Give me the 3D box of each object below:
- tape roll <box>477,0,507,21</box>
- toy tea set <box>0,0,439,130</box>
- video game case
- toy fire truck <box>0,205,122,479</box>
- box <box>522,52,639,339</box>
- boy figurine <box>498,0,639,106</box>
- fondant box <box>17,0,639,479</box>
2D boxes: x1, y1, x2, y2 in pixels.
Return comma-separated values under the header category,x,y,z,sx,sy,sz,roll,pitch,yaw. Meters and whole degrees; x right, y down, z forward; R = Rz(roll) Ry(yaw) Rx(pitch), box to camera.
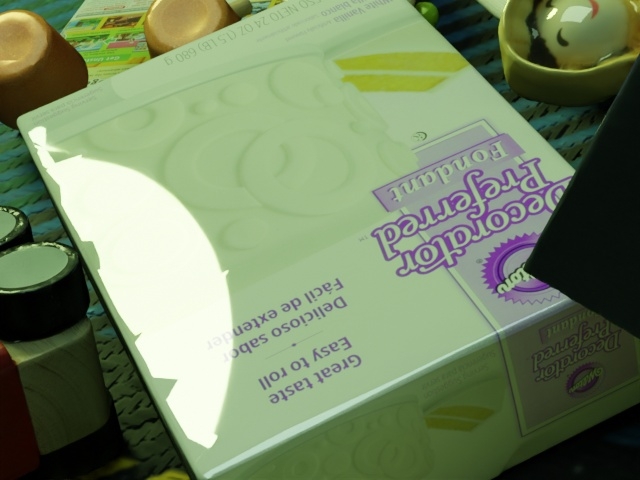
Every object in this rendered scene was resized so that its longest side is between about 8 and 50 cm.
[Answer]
category,x,y,z,sx,sy,sz,roll,pitch,yaw
tape roll,0.244,-0.280,1.031,0.392,0.072,0.392,-11,68,29
toy tea set,-0.084,-0.167,1.171,0.336,0.124,0.200,-9,64,8
video game case,-0.100,-0.156,1.252,0.227,0.026,0.206,-2,37,22
toy fire truck,-0.256,0.093,0.885,0.246,0.158,0.217,-24,33,-27
box,0.202,-0.069,0.726,0.103,0.184,0.261,29,22,13
boy figurine,0.226,-0.154,0.898,0.285,0.092,0.177,-18,72,23
fondant box,0.000,0.000,0.883,0.238,0.096,0.330,-25,42,-10
